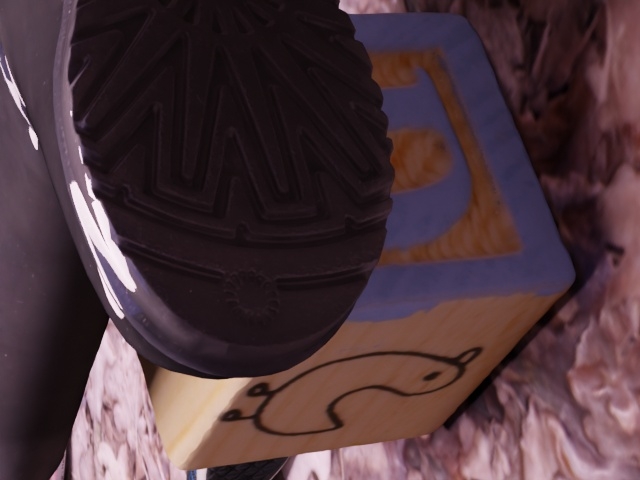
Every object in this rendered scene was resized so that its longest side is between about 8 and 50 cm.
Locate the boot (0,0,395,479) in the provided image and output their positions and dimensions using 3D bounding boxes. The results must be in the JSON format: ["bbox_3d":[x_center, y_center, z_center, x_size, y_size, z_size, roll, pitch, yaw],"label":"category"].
[{"bbox_3d":[-0.133,0.011,0.945,0.445,0.146,0.367,125,143,-46],"label":"boot"}]

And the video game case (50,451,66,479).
[{"bbox_3d":[-0.359,0.255,1.801,0.023,0.212,0.193,-6,-77,-75],"label":"video game case"}]

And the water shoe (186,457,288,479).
[{"bbox_3d":[-0.072,0.158,1.354,0.080,0.073,0.203,61,145,41],"label":"water shoe"}]

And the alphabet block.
[{"bbox_3d":[0.000,0.000,1.058,0.197,0.192,0.193,124,136,-52],"label":"alphabet block"}]
